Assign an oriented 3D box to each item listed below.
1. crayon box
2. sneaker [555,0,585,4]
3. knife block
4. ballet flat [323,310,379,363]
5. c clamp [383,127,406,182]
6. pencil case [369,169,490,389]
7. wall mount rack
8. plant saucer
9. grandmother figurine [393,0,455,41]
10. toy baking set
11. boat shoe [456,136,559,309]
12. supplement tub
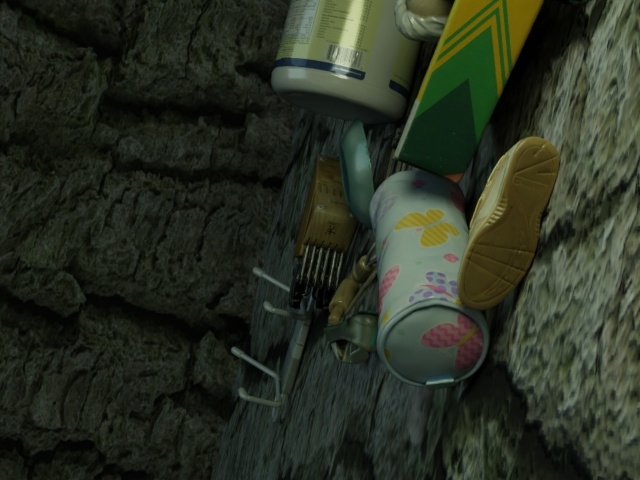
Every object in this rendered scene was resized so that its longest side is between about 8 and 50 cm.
[{"bbox_3d":[0.181,-0.242,0.993,0.202,0.081,0.318,-62,-7,-53],"label":"crayon box"},{"bbox_3d":[0.252,-0.270,0.901,0.098,0.038,0.069,136,153,-66],"label":"sneaker"},{"bbox_3d":[0.000,0.000,1.883,0.275,0.088,0.242,-87,15,-51],"label":"knife block"},{"bbox_3d":[0.046,0.150,1.413,0.213,0.072,0.068,136,143,-73],"label":"ballet flat"},{"bbox_3d":[0.119,-0.115,1.552,0.137,0.022,0.160,141,144,-67],"label":"c clamp"},{"bbox_3d":[0.112,0.034,1.036,0.273,0.114,0.124,-88,1,-57],"label":"pencil case"},{"bbox_3d":[-0.109,0.209,2.108,0.304,0.131,0.350,-114,40,-76],"label":"wall mount rack"},{"bbox_3d":[0.058,-0.110,1.629,0.195,0.038,0.194,171,90,-86],"label":"plant saucer"},{"bbox_3d":[0.190,-0.376,1.166,0.342,0.104,0.207,-54,14,49],"label":"grandmother figurine"},{"bbox_3d":[0.066,0.029,1.356,0.196,0.030,0.256,-60,-1,29],"label":"toy baking set"},{"bbox_3d":[0.174,-0.016,0.908,0.059,0.063,0.170,-129,63,-83],"label":"boat shoe"},{"bbox_3d":[0.063,-0.378,1.607,0.235,0.236,0.324,180,105,-81],"label":"supplement tub"}]
